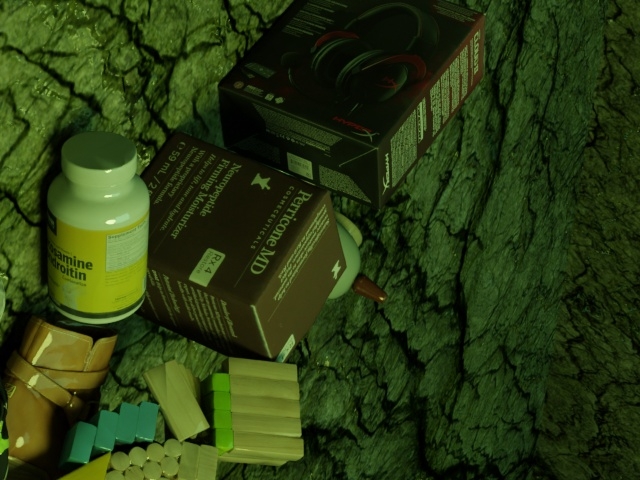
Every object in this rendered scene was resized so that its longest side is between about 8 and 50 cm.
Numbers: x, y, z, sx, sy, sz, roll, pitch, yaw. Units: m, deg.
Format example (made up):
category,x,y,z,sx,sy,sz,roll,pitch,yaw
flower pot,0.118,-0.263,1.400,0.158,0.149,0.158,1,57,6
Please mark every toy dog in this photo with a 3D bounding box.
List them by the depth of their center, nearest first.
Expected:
category,x,y,z,sx,sy,sz,roll,pitch,yaw
toy dog,0.000,0.000,2.136,0.220,0.161,0.334,-66,158,-3

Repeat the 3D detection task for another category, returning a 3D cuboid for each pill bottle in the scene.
category,x,y,z,sx,sy,sz,roll,pitch,yaw
pill bottle,-0.225,-0.014,1.681,0.103,0.103,0.184,-42,147,-47

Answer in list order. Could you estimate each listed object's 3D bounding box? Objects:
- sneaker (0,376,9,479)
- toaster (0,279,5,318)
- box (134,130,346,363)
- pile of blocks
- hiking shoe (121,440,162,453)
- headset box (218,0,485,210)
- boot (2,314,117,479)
category,x,y,z,sx,sy,sz,roll,pitch,yaw
sneaker,-0.337,0.167,1.568,0.084,0.097,0.234,-25,129,-23
toaster,-0.368,0.087,1.420,0.227,0.129,0.146,-66,160,-2
box,-0.105,0.015,1.854,0.168,0.203,0.167,-58,157,-25
pile of blocks,-0.185,0.224,1.758,0.362,0.149,0.112,-19,169,-34
hiking shoe,-0.219,0.376,2.058,0.132,0.113,0.304,-47,151,-39
headset box,0.050,-0.199,1.982,0.293,0.218,0.110,-51,153,-33
boot,-0.275,0.194,1.797,0.283,0.109,0.220,22,87,-60
